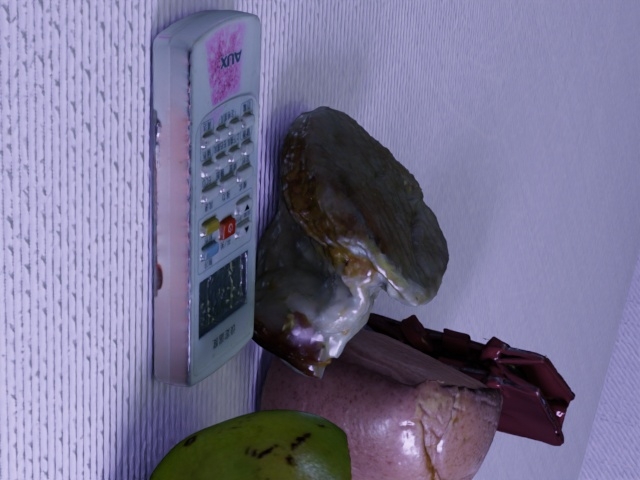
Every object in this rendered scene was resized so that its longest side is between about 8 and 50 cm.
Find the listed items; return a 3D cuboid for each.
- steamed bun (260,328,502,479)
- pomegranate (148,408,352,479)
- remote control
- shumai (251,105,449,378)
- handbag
[{"bbox_3d":[0.065,0.221,1.683,0.301,0.251,0.199,15,96,-65],"label":"steamed bun"},{"bbox_3d":[-0.080,0.310,1.408,0.358,0.216,0.310,-142,-129,-80],"label":"pomegranate"},{"bbox_3d":[-0.106,-0.042,1.368,0.145,0.050,0.344,-38,134,-59],"label":"remote control"},{"bbox_3d":[0.000,0.000,1.566,0.222,0.203,0.272,42,29,-23],"label":"shumai"},{"bbox_3d":[0.200,0.188,1.952,0.084,0.260,0.275,-71,155,-15],"label":"handbag"}]
